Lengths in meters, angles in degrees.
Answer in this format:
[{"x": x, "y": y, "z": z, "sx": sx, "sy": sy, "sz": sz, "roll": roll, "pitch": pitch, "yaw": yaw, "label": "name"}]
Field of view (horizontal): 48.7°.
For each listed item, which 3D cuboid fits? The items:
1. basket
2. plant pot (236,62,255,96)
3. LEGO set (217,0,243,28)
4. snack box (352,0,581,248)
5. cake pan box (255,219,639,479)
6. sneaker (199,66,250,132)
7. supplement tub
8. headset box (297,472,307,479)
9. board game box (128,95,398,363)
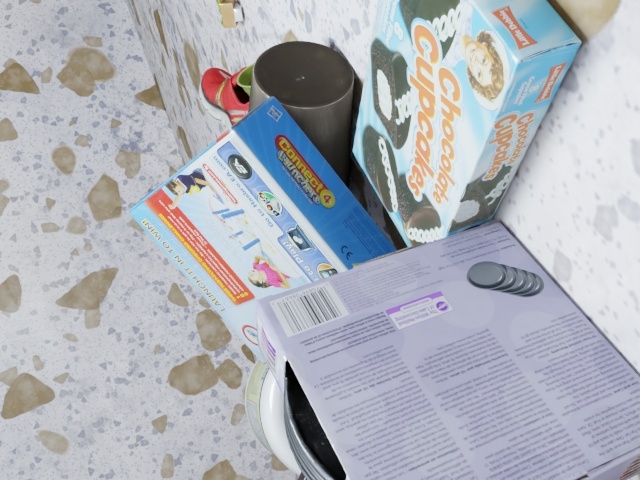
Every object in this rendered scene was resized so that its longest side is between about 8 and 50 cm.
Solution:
[{"x": -0.031, "y": -0.142, "z": 0.963, "sx": 0.227, "sy": 0.154, "sz": 0.204, "roll": 98, "pitch": 149, "yaw": -53, "label": "basket"}, {"x": -0.086, "y": -0.245, "z": 1.173, "sx": 0.083, "sy": 0.083, "sz": 0.079, "roll": 52, "pitch": 168, "yaw": 51, "label": "plant pot"}, {"x": -0.196, "y": -0.480, "z": 1.191, "sx": 0.287, "sy": 0.107, "sz": 0.132, "roll": 110, "pitch": 139, "yaw": -67, "label": "LEGO set"}, {"x": 0.108, "y": -0.120, "z": 0.651, "sx": 0.322, "sy": 0.060, "sz": 0.187, "roll": 97, "pitch": 150, "yaw": -59, "label": "snack box"}, {"x": 0.102, "y": 0.115, "z": 0.571, "sx": 0.246, "sy": 0.266, "sz": 0.070, "roll": 55, "pitch": 154, "yaw": 40, "label": "cake pan box"}, {"x": -0.152, "y": -0.283, "z": 1.360, "sx": 0.279, "sy": 0.107, "sz": 0.118, "roll": 51, "pitch": 137, "yaw": 45, "label": "sneaker"}, {"x": -0.004, "y": 0.272, "z": 1.203, "sx": 0.325, "sy": 0.235, "sz": 0.236, "roll": 141, "pitch": 109, "yaw": -75, "label": "supplement tub"}, {"x": 0.118, "y": 0.415, "z": 0.951, "sx": 0.293, "sy": 0.110, "sz": 0.218, "roll": 8, "pitch": 128, "yaw": 21, "label": "headset box"}, {"x": -0.071, "y": 0.008, "z": 0.948, "sx": 0.308, "sy": 0.086, "sz": 0.302, "roll": 51, "pitch": 141, "yaw": -12, "label": "board game box"}]
